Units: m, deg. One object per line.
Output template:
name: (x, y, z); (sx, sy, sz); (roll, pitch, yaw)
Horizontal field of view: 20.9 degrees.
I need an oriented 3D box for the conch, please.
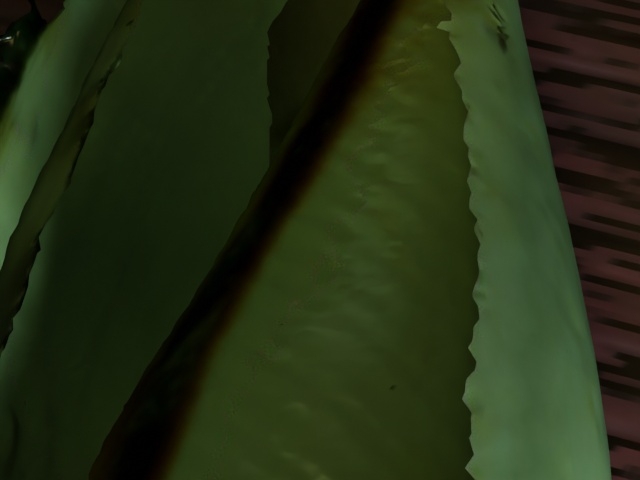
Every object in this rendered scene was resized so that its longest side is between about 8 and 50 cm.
conch: (-0.015, 0.004, 0.405); (0.143, 0.137, 0.251); (-12, 83, 14)
